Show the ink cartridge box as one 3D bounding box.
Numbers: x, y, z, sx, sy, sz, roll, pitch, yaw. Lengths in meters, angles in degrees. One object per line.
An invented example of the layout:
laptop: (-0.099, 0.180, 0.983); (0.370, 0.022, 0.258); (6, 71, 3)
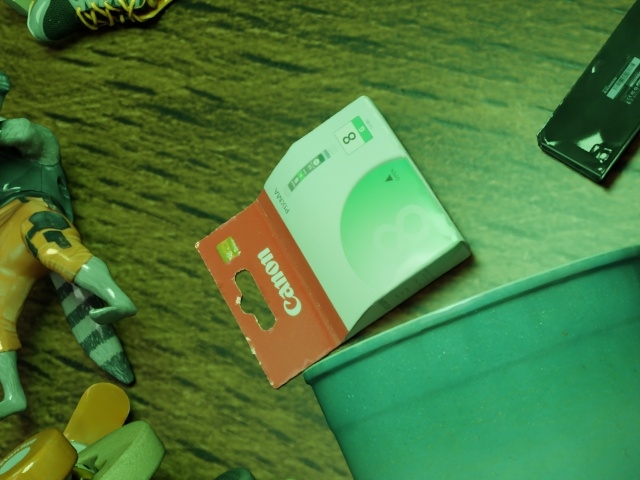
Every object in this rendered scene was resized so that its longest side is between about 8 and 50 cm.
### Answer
ink cartridge box: (0.000, 0.000, 1.110); (0.224, 0.056, 0.181); (-34, 63, 6)

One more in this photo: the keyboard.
keyboard: (0.283, -0.132, 1.061); (0.108, 0.023, 0.180); (35, 88, 34)

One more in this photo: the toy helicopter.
toy helicopter: (-0.280, 0.259, 1.067); (0.355, 0.235, 0.140); (-33, 103, 20)

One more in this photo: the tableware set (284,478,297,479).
tableware set: (-0.079, 0.266, 1.066); (0.154, 0.024, 0.104); (-11, 69, 18)

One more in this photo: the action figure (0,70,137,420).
action figure: (-0.317, 0.019, 1.203); (0.341, 0.178, 0.330); (-47, 52, 35)

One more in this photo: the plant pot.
plant pot: (0.156, 0.170, 0.886); (0.271, 0.271, 0.255); (-23, 80, 13)

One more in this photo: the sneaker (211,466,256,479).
sneaker: (-0.103, 0.333, 1.006); (0.145, 0.090, 0.270); (40, 79, -11)

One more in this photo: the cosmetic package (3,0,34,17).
cosmetic package: (-0.307, -0.305, 1.328); (0.041, 0.060, 0.115); (26, 85, 26)

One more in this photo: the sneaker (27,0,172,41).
sneaker: (-0.211, -0.264, 1.266); (0.215, 0.084, 0.083); (-28, 70, 9)
